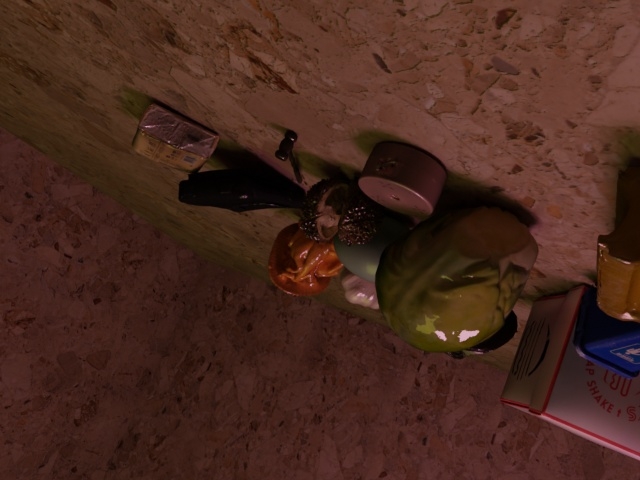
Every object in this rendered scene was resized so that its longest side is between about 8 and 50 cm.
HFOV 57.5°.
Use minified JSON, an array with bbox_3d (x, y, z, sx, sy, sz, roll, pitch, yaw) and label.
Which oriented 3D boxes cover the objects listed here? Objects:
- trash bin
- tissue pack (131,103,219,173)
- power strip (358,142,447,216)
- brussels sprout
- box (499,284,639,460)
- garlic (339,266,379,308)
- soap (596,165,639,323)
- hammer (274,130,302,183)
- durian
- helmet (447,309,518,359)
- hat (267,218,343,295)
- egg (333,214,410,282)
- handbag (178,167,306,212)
[{"bbox_3d":[0.640,0.159,1.157,0.163,0.184,0.234,25,157,-7],"label":"trash bin"},{"bbox_3d":[-0.361,-0.241,1.433,0.186,0.090,0.222,24,170,-17],"label":"tissue pack"},{"bbox_3d":[0.149,-0.111,1.067,0.154,0.078,0.154,25,168,6],"label":"power strip"},{"bbox_3d":[0.257,0.067,1.171,0.268,0.344,0.344,33,168,0],"label":"brussels sprout"},{"bbox_3d":[0.665,0.321,1.417,0.312,0.314,0.300,23,170,1],"label":"box"},{"bbox_3d":[0.172,0.099,1.801,0.199,0.199,0.226,27,140,-15],"label":"garlic"},{"bbox_3d":[0.554,0.046,0.819,0.294,0.156,0.335,13,164,30],"label":"soap"},{"bbox_3d":[-0.061,-0.168,1.307,0.029,0.058,0.292,27,173,8],"label":"hammer"},{"bbox_3d":[0.048,-0.060,1.299,0.196,0.167,0.196,24,-175,-2],"label":"durian"},{"bbox_3d":[0.399,0.201,1.676,0.305,0.225,0.177,-11,115,54],"label":"helmet"},{"bbox_3d":[-0.007,0.017,1.680,0.244,0.233,0.233,-16,167,-34],"label":"hat"},{"bbox_3d":[0.134,0.017,1.430,0.231,0.168,0.168,24,170,31],"label":"egg"},{"bbox_3d":[-0.203,-0.124,1.514,0.275,0.088,0.244,-2,171,39],"label":"handbag"}]
